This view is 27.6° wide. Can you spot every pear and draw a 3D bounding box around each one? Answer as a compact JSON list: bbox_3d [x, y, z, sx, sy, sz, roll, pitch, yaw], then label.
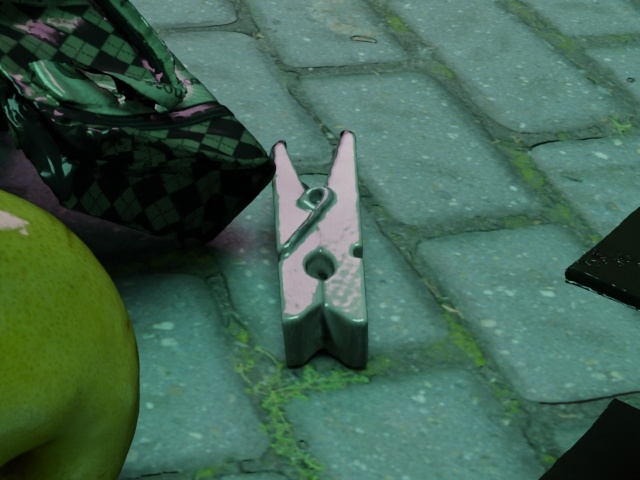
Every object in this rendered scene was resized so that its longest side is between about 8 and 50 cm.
[{"bbox_3d":[-0.289,0.098,0.993,0.314,0.314,0.314,3,32,-2],"label":"pear"}]

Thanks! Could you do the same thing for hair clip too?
[{"bbox_3d":[0.000,0.004,1.360,0.101,0.085,0.331,0,39,-3],"label":"hair clip"}]

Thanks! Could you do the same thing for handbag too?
[{"bbox_3d":[-0.274,-0.179,1.337,0.416,0.180,0.317,46,16,18],"label":"handbag"}]

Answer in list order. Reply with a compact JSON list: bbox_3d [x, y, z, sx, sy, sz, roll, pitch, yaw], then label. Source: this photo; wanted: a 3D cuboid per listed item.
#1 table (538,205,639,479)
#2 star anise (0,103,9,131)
[{"bbox_3d":[0.342,0.136,1.034,0.282,0.250,0.196,24,38,30],"label":"table"},{"bbox_3d":[-0.460,-0.218,1.636,0.332,0.117,0.331,-3,37,2],"label":"star anise"}]
